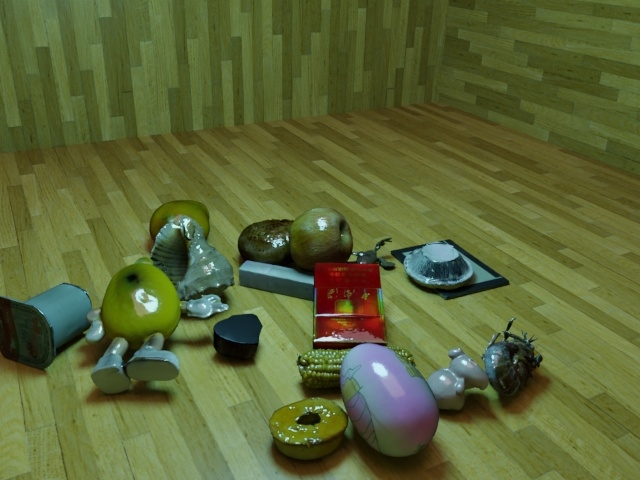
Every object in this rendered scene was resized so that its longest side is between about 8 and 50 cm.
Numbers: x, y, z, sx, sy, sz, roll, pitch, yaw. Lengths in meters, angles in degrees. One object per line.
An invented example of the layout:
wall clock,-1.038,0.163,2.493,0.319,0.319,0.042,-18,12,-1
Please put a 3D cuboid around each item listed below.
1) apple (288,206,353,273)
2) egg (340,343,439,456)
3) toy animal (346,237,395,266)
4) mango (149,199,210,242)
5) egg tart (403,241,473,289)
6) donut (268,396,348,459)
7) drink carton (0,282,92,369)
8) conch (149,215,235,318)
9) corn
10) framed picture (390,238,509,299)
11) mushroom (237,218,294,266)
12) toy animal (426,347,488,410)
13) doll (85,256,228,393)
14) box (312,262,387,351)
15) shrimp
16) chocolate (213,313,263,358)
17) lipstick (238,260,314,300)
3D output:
apple,0.000,0.000,1.967,0.187,0.211,0.211,-12,20,25
egg,0.144,0.350,1.377,0.196,0.196,0.271,-22,55,-38
toy animal,0.159,0.068,2.096,0.185,0.094,0.214,1,33,10
mango,-0.498,-0.062,2.220,0.211,0.173,0.317,2,20,0
egg tart,0.392,0.075,2.041,0.234,0.094,0.234,2,29,-1
donut,-0.027,0.425,1.386,0.178,0.066,0.162,-10,24,-19
drink carton,-0.726,0.220,1.655,0.191,0.186,0.189,10,16,20
conch,-0.401,0.096,1.887,0.263,0.186,0.324,-15,55,-6
corn,0.096,0.318,1.565,0.312,0.102,0.102,-3,27,-10
framed picture,0.439,0.091,2.131,0.264,0.016,0.347,-11,30,-23
mushroom,-0.164,0.007,2.115,0.253,0.154,0.253,-3,15,1
toy animal,0.299,0.366,1.500,0.212,0.124,0.124,-37,34,-3
doll,-0.456,0.215,1.630,0.348,0.161,0.423,15,40,16
box,0.077,0.196,1.748,0.197,0.089,0.313,2,40,-2
shrimp,0.499,0.293,1.617,0.145,0.116,0.343,56,31,8
chocolate,-0.214,0.269,1.672,0.125,0.080,0.148,32,31,26
lipstick,-0.103,0.131,1.963,0.317,0.066,0.068,10,30,17
